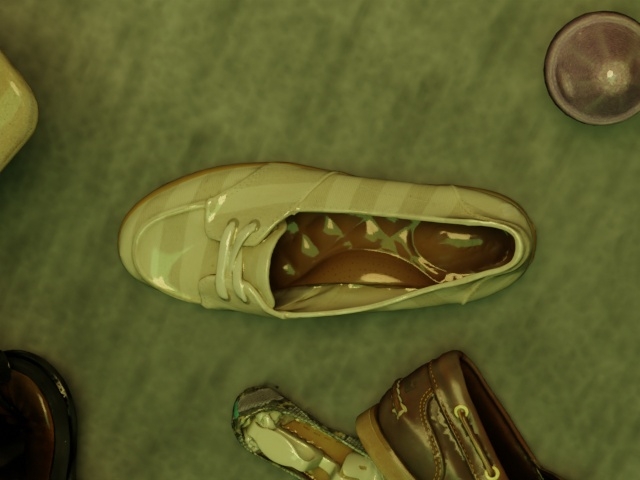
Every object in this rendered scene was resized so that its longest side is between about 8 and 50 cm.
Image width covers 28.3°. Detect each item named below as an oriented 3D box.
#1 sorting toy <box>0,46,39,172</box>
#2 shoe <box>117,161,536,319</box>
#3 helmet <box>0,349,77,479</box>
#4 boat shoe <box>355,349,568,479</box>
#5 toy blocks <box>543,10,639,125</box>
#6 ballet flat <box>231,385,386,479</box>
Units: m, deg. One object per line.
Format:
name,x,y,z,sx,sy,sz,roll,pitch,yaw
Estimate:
sorting toy,-0.279,-0.027,0.640,0.307,0.041,0.229,-47,59,13
shoe,0.000,0.000,0.644,0.219,0.058,0.077,-1,102,7
helmet,-0.197,0.141,0.645,0.169,0.169,0.162,-11,84,9
boat shoe,0.108,0.150,0.656,0.073,0.073,0.207,-39,95,15
toy blocks,0.249,-0.109,0.489,0.288,0.260,0.309,22,103,1
ballet flat,0.001,0.120,0.680,0.114,0.041,0.041,30,104,-1
